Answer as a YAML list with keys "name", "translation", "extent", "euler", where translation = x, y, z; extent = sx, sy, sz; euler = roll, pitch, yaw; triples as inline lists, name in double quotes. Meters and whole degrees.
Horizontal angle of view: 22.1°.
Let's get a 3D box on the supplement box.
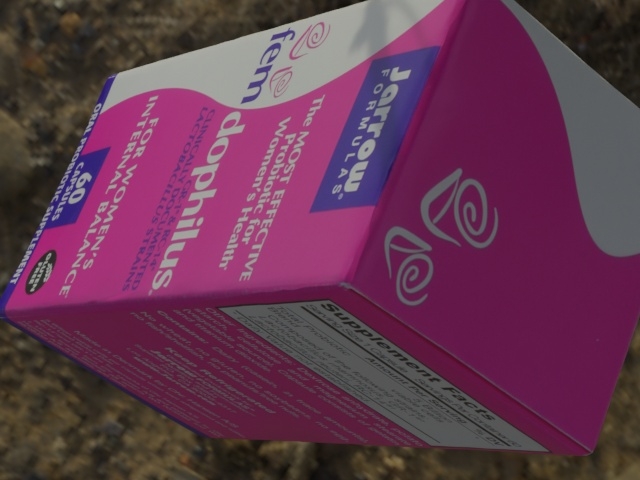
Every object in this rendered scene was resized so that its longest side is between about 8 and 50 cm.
- name: "supplement box"
  translation: [0.000, 0.000, 0.568]
  extent: [0.220, 0.114, 0.111]
  euler: [-6, 55, 52]
